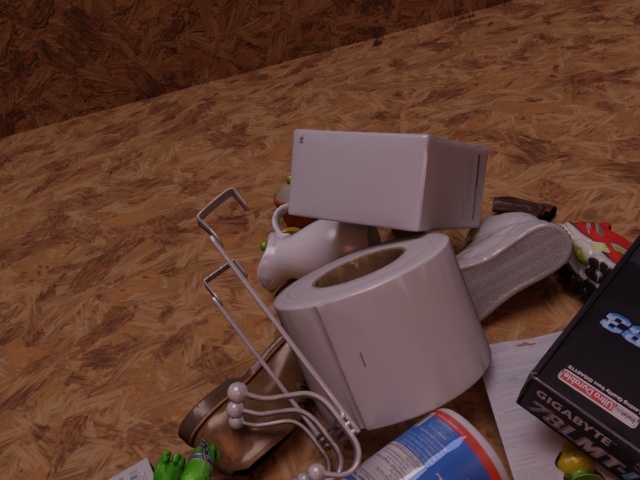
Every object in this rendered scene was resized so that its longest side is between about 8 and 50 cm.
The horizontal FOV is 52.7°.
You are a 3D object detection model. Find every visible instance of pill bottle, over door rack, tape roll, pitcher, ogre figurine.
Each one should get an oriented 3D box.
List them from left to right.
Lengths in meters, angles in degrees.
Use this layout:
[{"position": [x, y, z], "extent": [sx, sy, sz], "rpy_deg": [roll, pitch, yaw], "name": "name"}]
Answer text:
[{"position": [-0.188, 0.297, 0.686], "extent": [0.197, 0.096, 0.118], "rpy_deg": [-12, 10, -21], "name": "ogre figurine"}, {"position": [-0.078, 0.139, 0.759], "extent": [0.108, 0.239, 0.324], "rpy_deg": [-23, 72, -17], "name": "over door rack"}, {"position": [0.000, 0.000, 1.161], "extent": [0.207, 0.125, 0.177], "rpy_deg": [-9, 63, 21], "name": "pitcher"}, {"position": [0.081, 0.110, 0.854], "extent": [0.246, 0.169, 0.246], "rpy_deg": [-21, 8, 3], "name": "tape roll"}, {"position": [0.083, 0.290, 0.691], "extent": [0.222, 0.124, 0.124], "rpy_deg": [-31, 34, -18], "name": "pill bottle"}]

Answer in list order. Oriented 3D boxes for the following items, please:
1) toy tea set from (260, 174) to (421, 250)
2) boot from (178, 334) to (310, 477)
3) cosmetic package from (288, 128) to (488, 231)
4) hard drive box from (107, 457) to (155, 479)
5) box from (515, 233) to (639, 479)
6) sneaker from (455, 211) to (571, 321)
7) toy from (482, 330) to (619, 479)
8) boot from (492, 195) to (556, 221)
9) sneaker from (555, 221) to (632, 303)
[{"position": [0.040, -0.070, 1.272], "extent": [0.336, 0.124, 0.200], "rpy_deg": [-11, 32, 12], "name": "toy tea set"}, {"position": [-0.051, 0.213, 0.933], "extent": [0.115, 0.112, 0.305], "rpy_deg": [35, 53, 21], "name": "boot"}, {"position": [0.107, -0.093, 0.999], "extent": [0.224, 0.138, 0.225], "rpy_deg": [9, 6, 35], "name": "cosmetic package"}, {"position": [-0.269, 0.392, 0.743], "extent": [0.232, 0.089, 0.181], "rpy_deg": [-27, 32, -14], "name": "hard drive box"}, {"position": [0.414, 0.154, 0.688], "extent": [0.296, 0.073, 0.293], "rpy_deg": [36, 55, 26], "name": "box"}, {"position": [0.236, 0.051, 1.029], "extent": [0.293, 0.108, 0.169], "rpy_deg": [-27, 10, 8], "name": "sneaker"}, {"position": [0.279, 0.209, 0.780], "extent": [0.137, 0.056, 0.237], "rpy_deg": [-12, 27, 7], "name": "toy"}, {"position": [0.348, -0.048, 1.165], "extent": [0.106, 0.037, 0.114], "rpy_deg": [-26, 33, -37], "name": "boot"}, {"position": [0.433, 0.046, 0.919], "extent": [0.119, 0.107, 0.279], "rpy_deg": [-9, 34, -3], "name": "sneaker"}]
